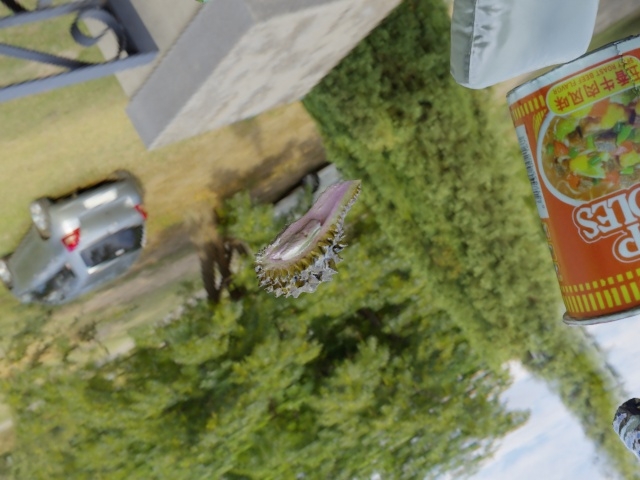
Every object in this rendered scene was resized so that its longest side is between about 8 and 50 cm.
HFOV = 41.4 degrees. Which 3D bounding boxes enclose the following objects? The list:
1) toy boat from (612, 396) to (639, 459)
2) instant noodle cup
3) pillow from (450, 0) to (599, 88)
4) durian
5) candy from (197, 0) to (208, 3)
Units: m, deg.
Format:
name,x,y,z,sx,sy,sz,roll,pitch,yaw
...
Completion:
name,x,y,z,sx,sy,sz,roll,pitch,yaw
toy boat,0.512,0.335,1.116,0.067,0.291,0.220,-43,145,2
instant noodle cup,0.264,-0.058,0.745,0.193,0.212,0.193,-22,179,-1
pillow,0.325,-0.378,1.300,0.322,0.120,0.255,-21,126,-35
durian,0.003,0.002,1.261,0.224,0.078,0.140,-52,135,-2
candy,-0.032,-0.281,0.739,0.195,0.097,0.062,-21,-151,-13
